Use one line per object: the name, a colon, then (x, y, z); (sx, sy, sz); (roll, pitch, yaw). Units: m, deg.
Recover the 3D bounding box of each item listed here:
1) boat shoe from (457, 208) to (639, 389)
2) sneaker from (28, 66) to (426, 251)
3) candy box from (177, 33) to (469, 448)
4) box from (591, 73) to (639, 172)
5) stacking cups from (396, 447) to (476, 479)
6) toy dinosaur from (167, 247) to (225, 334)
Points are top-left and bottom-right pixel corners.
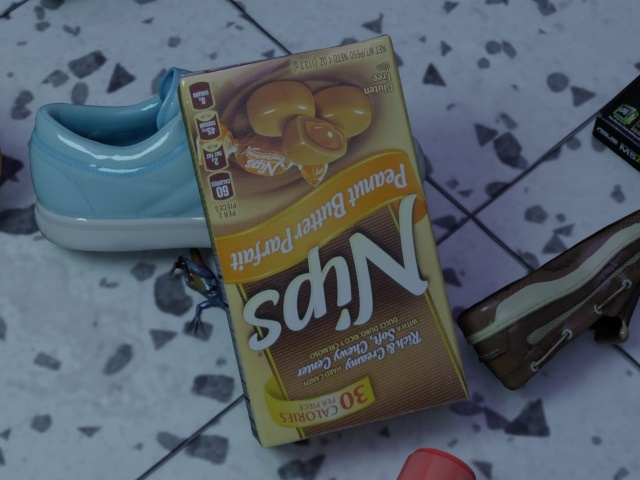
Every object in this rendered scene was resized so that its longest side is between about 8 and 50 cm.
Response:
boat shoe: (0.245, 0.050, 1.305); (0.257, 0.095, 0.095); (-29, 87, -17)
sneaker: (-0.085, -0.083, 1.319); (0.365, 0.150, 0.135); (-8, 35, -5)
candy box: (0.000, 0.000, 1.242); (0.182, 0.087, 0.317); (-13, 90, -7)
box: (0.394, -0.110, 1.414); (0.184, 0.045, 0.190); (-40, 67, -19)
stacking cups: (0.042, 0.313, 1.145); (0.096, 0.096, 0.316); (23, 58, 14)
toy dinosaur: (-0.097, 0.040, 1.330); (0.082, 0.047, 0.090); (31, 52, -3)
